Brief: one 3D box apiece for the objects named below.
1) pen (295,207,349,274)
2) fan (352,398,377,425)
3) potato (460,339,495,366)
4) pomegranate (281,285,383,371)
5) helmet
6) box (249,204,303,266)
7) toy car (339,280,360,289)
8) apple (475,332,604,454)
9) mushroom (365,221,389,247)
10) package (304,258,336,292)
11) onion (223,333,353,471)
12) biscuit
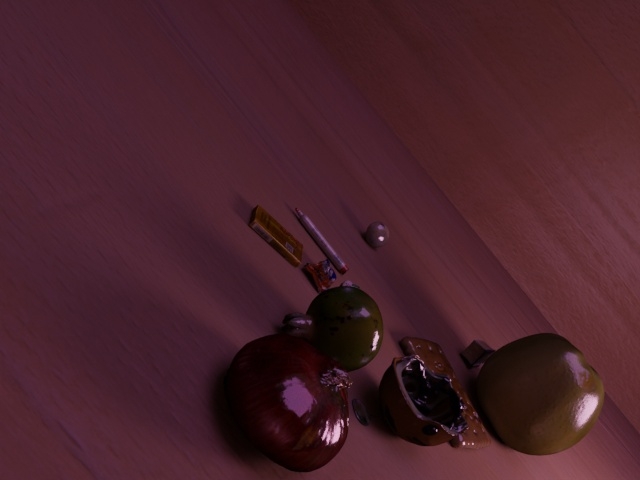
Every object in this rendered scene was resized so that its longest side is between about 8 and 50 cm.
[{"bbox_3d":[0.000,0.000,1.709,0.218,0.026,0.026,51,21,2],"label":"pen"},{"bbox_3d":[0.093,0.364,1.332,0.080,0.003,0.060,44,23,-18],"label":"fan"},{"bbox_3d":[0.507,0.362,2.064,0.061,0.086,0.122,50,17,26],"label":"potato"},{"bbox_3d":[0.023,0.179,1.300,0.210,0.180,0.180,3,45,-26],"label":"pomegranate"},{"bbox_3d":[0.206,0.360,1.393,0.224,0.130,0.198,27,27,-28],"label":"helmet"},{"bbox_3d":[-0.103,-0.011,1.521,0.156,0.022,0.089,43,24,-21],"label":"box"},{"bbox_3d":[0.082,0.166,1.562,0.142,0.055,0.069,62,30,0],"label":"toy car"},{"bbox_3d":[0.646,0.449,1.883,0.357,0.357,0.357,42,23,-22],"label":"apple"},{"bbox_3d":[0.174,-0.022,2.045,0.085,0.085,0.079,36,-3,-35],"label":"mushroom"},{"bbox_3d":[0.002,0.082,1.572,0.111,0.033,0.077,-28,103,-55],"label":"package"},{"bbox_3d":[-0.046,0.253,1.044,0.248,0.161,0.248,30,12,-7],"label":"onion"},{"bbox_3d":[0.338,0.402,1.713,0.217,0.044,0.325,25,33,-52],"label":"biscuit"}]
